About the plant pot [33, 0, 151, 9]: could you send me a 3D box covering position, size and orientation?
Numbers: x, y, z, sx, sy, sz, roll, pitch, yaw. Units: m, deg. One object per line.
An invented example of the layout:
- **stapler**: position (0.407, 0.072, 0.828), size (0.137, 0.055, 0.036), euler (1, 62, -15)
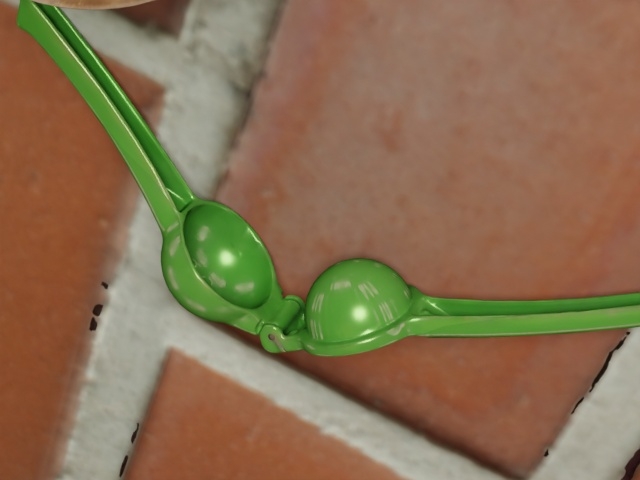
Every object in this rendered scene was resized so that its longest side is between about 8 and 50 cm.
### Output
- **plant pot**: position (-0.101, -0.175, 0.506), size (0.165, 0.167, 0.167), euler (33, 145, 43)

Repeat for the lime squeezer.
- **lime squeezer**: position (0.000, 0.000, 0.712), size (0.310, 0.059, 0.110), euler (25, 106, 10)
